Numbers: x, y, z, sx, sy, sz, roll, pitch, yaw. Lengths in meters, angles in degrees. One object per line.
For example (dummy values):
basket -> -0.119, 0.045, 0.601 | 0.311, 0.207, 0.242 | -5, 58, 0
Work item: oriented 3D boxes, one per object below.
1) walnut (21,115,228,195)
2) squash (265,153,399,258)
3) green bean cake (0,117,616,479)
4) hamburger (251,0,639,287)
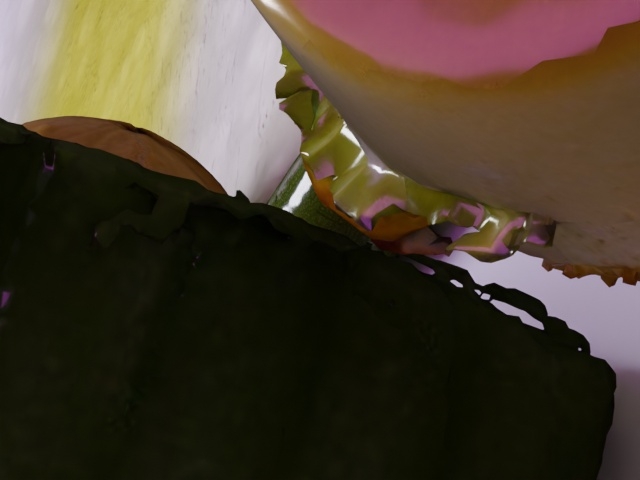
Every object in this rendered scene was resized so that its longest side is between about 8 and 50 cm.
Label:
walnut -> -0.134, 0.042, 1.022 | 0.195, 0.195, 0.222 | -173, 91, -68
squash -> 0.000, 0.000, 0.875 | 0.252, 0.066, 0.066 | -52, 30, 41
green bean cake -> -0.100, 0.088, 0.694 | 0.319, 0.335, 0.218 | 169, 116, -71
hamburger -> 0.103, -0.124, 0.531 | 0.294, 0.179, 0.276 | -10, 65, 36
